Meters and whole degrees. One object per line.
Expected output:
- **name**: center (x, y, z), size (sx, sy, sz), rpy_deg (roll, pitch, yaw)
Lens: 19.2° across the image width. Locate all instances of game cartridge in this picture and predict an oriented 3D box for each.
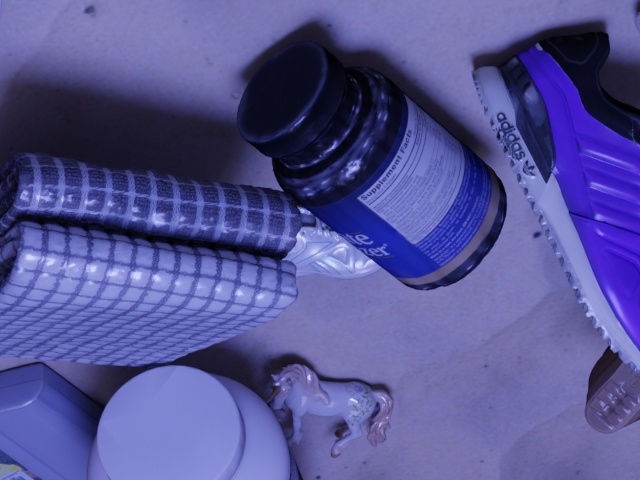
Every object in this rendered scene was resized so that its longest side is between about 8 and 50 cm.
- **game cartridge**: center (-0.336, 0.227, 1.813), size (0.294, 0.060, 0.196), rpy_deg (-28, 129, 21)

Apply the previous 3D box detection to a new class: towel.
- **towel**: center (-0.172, 0.019, 1.508), size (0.235, 0.121, 0.283), rpy_deg (7, 164, -25)

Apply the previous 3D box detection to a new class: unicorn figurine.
- **unicorn figurine**: center (-0.004, 0.156, 1.786), size (0.161, 0.060, 0.111), rpy_deg (-4, 139, -27)

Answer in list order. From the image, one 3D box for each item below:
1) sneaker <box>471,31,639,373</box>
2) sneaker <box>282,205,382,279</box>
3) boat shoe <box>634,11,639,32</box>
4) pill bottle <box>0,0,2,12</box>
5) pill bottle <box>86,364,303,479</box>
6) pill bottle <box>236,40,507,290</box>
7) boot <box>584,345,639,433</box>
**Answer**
- **sneaker**: center (0.245, -0.034, 1.497), size (0.146, 0.102, 0.293), rpy_deg (-27, 95, 7)
- **sneaker**: center (0.000, 0.000, 1.616), size (0.152, 0.054, 0.061), rpy_deg (-10, 134, 3)
- **boat shoe**: center (0.341, -0.155, 1.508), size (0.206, 0.075, 0.065), rpy_deg (24, 86, -22)
- **pill bottle**: center (-0.371, -0.159, 1.315), size (0.283, 0.161, 0.161), rpy_deg (8, 135, -15)
- **pill bottle**: center (-0.105, 0.237, 1.716), size (0.181, 0.182, 0.323), rpy_deg (-11, 150, 4)
- **pill bottle**: center (0.040, -0.061, 1.504), size (0.122, 0.123, 0.219), rpy_deg (-33, 130, 25)
- **boot**: center (0.335, 0.058, 1.645), size (0.090, 0.207, 0.248), rpy_deg (47, 121, 3)
